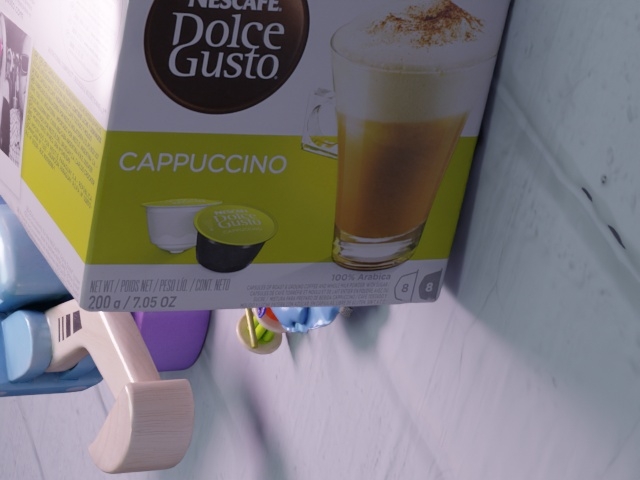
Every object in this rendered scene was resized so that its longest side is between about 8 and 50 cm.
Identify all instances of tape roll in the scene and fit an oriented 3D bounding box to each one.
[{"bbox_3d":[-0.220,0.028,2.290,0.275,0.090,0.275,177,90,-67],"label":"tape roll"}]

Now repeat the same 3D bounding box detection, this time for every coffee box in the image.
[{"bbox_3d":[-0.082,-0.164,1.583,0.338,0.337,0.334,47,131,52],"label":"coffee box"}]

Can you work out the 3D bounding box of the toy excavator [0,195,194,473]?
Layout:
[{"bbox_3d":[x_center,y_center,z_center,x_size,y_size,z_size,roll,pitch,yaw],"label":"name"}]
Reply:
[{"bbox_3d":[-0.315,0.090,2.176,0.445,0.222,0.433,-31,65,55],"label":"toy excavator"}]

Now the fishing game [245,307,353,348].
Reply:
[{"bbox_3d":[0.000,0.000,1.801,0.264,0.041,0.189,-45,47,40],"label":"fishing game"}]

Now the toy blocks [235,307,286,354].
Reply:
[{"bbox_3d":[-0.048,0.033,1.925,0.148,0.054,0.123,-57,42,50],"label":"toy blocks"}]
